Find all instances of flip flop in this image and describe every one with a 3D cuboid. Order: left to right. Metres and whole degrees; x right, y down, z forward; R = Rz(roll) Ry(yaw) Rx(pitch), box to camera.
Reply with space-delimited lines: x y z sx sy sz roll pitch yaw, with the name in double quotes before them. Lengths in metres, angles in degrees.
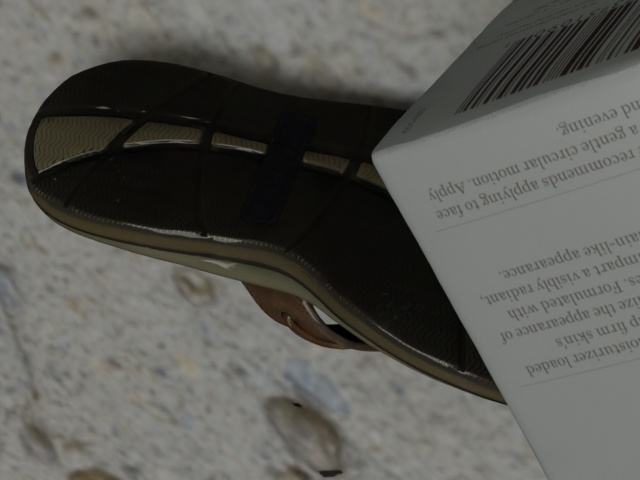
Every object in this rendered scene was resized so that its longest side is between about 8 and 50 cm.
"flip flop" 0.000 0.000 0.828 0.277 0.112 0.080 16 152 17

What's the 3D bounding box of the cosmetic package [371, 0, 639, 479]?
"cosmetic package" 0.147 -0.008 0.698 0.151 0.151 0.184 -17 110 37
